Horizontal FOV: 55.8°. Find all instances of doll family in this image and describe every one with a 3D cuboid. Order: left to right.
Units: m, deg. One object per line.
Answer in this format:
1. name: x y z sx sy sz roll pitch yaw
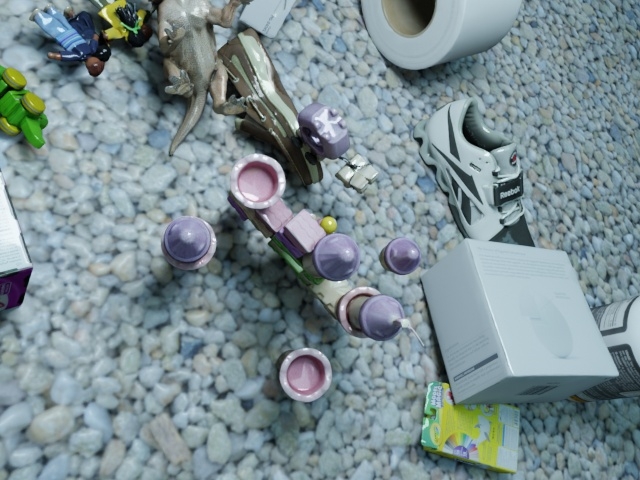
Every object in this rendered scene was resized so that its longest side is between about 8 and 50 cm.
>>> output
1. doll family: -0.309 -0.296 0.852 0.111 0.076 0.193 50 61 -9

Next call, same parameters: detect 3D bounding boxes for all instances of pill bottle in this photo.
1. pill bottle: 0.520 0.178 1.005 0.162 0.278 0.162 10 68 -26

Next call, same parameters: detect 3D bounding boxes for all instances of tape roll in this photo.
1. tape roll: 0.214 -0.446 1.094 0.169 0.246 0.246 -24 84 -33

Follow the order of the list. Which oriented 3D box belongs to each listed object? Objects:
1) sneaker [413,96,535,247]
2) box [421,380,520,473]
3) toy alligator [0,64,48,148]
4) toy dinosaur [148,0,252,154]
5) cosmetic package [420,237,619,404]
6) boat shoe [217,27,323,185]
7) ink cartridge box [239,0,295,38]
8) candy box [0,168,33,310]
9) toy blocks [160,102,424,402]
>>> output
1. sneaker: 0.302 -0.101 1.074 0.122 0.146 0.330 -35 92 -35
2. box: 0.228 0.291 0.943 0.179 0.043 0.105 24 62 -22
3. toy alligator: -0.402 -0.197 0.775 0.190 0.056 0.051 53 14 0
4. toy dinosaur: -0.189 -0.283 0.867 0.127 0.200 0.296 -10 119 -27
5. cosmetic package: 0.309 0.133 0.968 0.224 0.138 0.225 7 56 -27
6. boat shoe: -0.086 -0.191 0.936 0.095 0.095 0.257 -27 86 1
7. ink cartridge box: -0.074 -0.402 0.961 0.063 0.109 0.150 25 31 -19
8. candy box: -0.388 -0.046 0.657 0.071 0.159 0.233 -16 79 -34
9. toy blocks: 0.000 0.000 0.744 0.309 0.260 0.288 -42 94 -12
